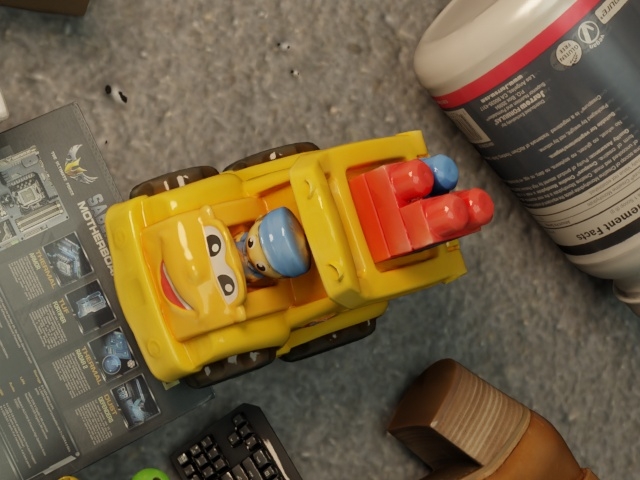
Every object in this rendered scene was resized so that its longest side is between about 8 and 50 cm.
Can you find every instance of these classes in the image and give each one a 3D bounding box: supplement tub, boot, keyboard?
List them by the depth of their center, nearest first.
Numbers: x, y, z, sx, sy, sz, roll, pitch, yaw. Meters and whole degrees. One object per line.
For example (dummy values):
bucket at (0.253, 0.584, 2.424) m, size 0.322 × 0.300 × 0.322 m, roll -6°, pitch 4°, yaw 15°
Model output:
keyboard at (-0.046, 0.213, 1.182) m, size 0.108 × 0.023 × 0.180 m, roll -38°, pitch 67°, yaw 14°
boot at (0.104, 0.256, 1.266) m, size 0.220 × 0.109 × 0.283 m, roll 41°, pitch 64°, yaw -19°
supplement tub at (0.219, -0.094, 1.284) m, size 0.191 × 0.191 × 0.272 m, roll -46°, pitch 103°, yaw -20°

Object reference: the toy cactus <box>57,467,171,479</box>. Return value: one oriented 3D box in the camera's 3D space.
toy cactus at (-0.122, 0.256, 1.142) m, size 0.180 × 0.112 × 0.219 m, roll 24°, pitch 96°, yaw -8°

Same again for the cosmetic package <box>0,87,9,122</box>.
cosmetic package at (-0.345, -0.147, 1.080) m, size 0.224 × 0.138 × 0.225 m, roll -17°, pitch 91°, yaw -23°

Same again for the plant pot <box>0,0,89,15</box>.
plant pot at (-0.209, -0.215, 1.166) m, size 0.096 × 0.109 × 0.109 m, roll -3°, pitch 87°, yaw -12°

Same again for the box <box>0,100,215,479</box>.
box at (-0.202, 0.046, 1.166) m, size 0.183 × 0.059 × 0.233 m, roll -28°, pitch 96°, yaw -23°

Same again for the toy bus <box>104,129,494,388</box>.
toy bus at (0.000, 0.000, 1.148) m, size 0.220 × 0.211 × 0.149 m, roll -14°, pitch 86°, yaw -47°
